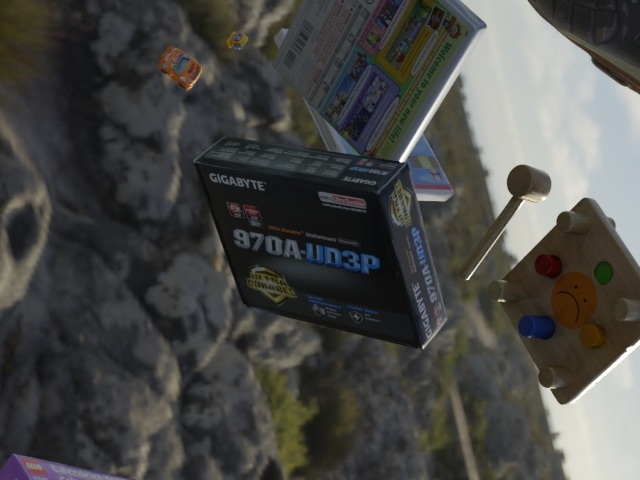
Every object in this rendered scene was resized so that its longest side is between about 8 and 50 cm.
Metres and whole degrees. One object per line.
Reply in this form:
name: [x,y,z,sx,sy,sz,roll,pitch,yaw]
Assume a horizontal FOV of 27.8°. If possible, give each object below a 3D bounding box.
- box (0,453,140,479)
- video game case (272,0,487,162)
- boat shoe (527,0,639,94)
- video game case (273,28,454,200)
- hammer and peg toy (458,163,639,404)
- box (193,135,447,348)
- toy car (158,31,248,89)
box: [-0.269,0.329,1.145,0.057,0.293,0.201,45,11,37]
video game case: [0.054,-0.201,1.346,0.023,0.212,0.193,-23,62,-45]
boat shoe: [0.330,-0.223,1.386,0.324,0.123,0.116,49,1,27]
video game case: [0.063,-0.181,1.874,0.204,0.025,0.285,0,57,-45]
hammer and peg toy: [0.401,0.064,2.171,0.127,0.266,0.361,6,45,-42]
box: [0.000,0.000,1.196,0.051,0.220,0.175,-44,131,-37]
toy car: [-0.143,-0.237,1.612,0.040,0.122,0.060,16,-35,50]
